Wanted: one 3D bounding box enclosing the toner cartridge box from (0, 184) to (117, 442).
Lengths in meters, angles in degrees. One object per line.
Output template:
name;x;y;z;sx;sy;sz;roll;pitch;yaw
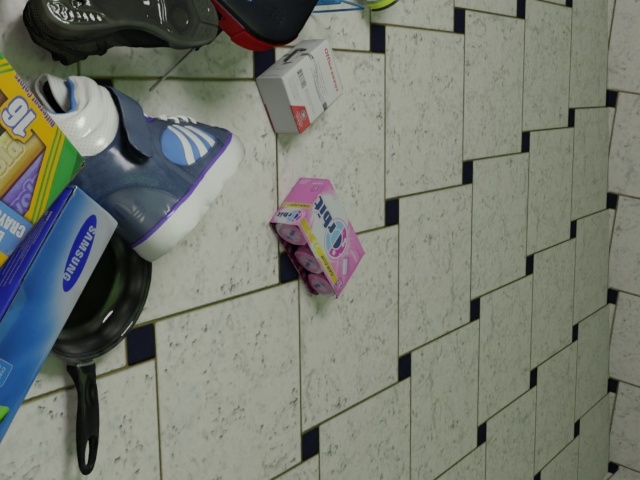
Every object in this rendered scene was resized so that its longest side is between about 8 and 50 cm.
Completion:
toner cartridge box;-0.355;0.102;0.854;0.075;0.165;0.347;49;57;-48

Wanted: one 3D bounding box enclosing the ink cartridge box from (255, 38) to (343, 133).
ink cartridge box;-0.030;-0.245;1.348;0.135;0.056;0.099;-48;132;-39

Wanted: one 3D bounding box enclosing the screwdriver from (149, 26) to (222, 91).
screwdriver;-0.179;-0.254;1.170;0.025;0.024;0.170;41;60;-16

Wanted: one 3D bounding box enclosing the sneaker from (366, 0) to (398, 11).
sneaker;0.126;-0.555;1.482;0.121;0.111;0.300;37;64;-46

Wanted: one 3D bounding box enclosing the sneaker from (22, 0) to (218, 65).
sneaker;-0.235;-0.255;0.984;0.228;0.130;0.087;-11;95;-40

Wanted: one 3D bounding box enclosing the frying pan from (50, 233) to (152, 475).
frying pan;-0.276;0.105;1.063;0.197;0.053;0.326;-39;131;-46

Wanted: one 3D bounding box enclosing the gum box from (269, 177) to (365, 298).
gum box;0.000;0.000;1.422;0.107;0.062;0.188;-58;137;-32

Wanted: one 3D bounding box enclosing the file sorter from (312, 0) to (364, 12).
file sorter;0.006;-0.442;1.318;0.104;0.118;0.170;-7;101;-57

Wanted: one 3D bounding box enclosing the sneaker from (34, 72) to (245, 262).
sneaker;-0.226;-0.132;1.032;0.236;0.130;0.323;47;23;-15

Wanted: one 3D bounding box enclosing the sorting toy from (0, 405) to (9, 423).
sorting toy;-0.400;0.170;0.693;0.047;0.348;0.196;-65;164;-74

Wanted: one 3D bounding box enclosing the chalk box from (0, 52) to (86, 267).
chalk box;-0.394;-0.035;0.765;0.289;0.180;0.179;-60;138;-32

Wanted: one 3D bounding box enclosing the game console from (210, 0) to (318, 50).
game console;-0.123;-0.465;1.079;0.386;0.060;0.342;41;61;-26
